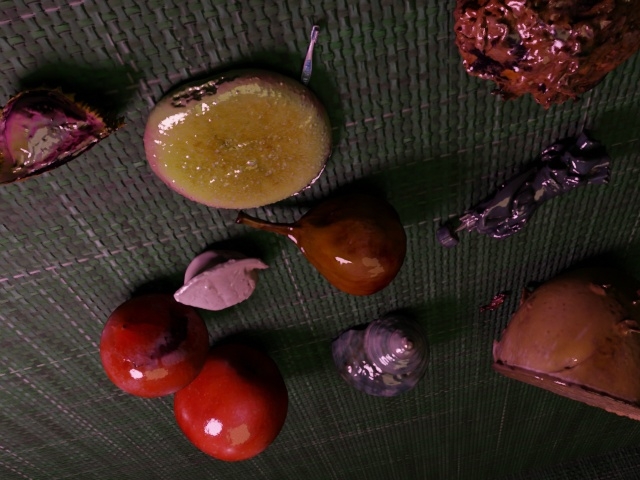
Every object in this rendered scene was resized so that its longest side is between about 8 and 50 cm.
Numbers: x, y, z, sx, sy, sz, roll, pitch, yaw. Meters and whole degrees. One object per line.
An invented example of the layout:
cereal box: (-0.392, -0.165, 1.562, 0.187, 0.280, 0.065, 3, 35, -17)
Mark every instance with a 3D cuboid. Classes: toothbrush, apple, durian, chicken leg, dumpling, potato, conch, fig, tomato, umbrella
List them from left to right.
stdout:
durian: (-0.373, -0.163, 0.852, 0.187, 0.119, 0.108, -27, 103, 0)
tomato: (-0.323, 0.203, 1.202, 0.208, 0.208, 0.184, -1, 161, -15)
dumpling: (-0.184, 0.065, 1.164, 0.176, 0.092, 0.150, 12, 138, -29)
apple: (-0.195, 0.363, 1.404, 0.260, 0.260, 0.216, 21, 108, -35)
toothbrush: (-0.022, -0.243, 0.897, 0.014, 0.017, 0.162, 4, 143, -13)
fig: (0.017, -0.028, 1.085, 0.290, 0.190, 0.190, 34, 129, -3)
conch: (0.159, 0.271, 1.470, 0.220, 0.195, 0.277, 34, 155, -10)
chicken leg: (0.430, 0.154, 1.507, 0.036, 0.021, 0.083, 3, 144, -34)
umbrella: (0.377, -0.073, 1.156, 0.349, 0.094, 0.143, -31, 134, 24)
potato: (0.640, 0.227, 1.462, 0.385, 0.319, 0.442, 14, 166, 34)

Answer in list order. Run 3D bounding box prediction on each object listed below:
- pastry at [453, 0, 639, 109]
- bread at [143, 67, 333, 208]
pastry: (0.312, -0.280, 0.801, 0.275, 0.193, 0.275, -9, 141, -8)
bread: (-0.124, -0.140, 0.965, 0.301, 0.045, 0.301, -6, 145, -4)
